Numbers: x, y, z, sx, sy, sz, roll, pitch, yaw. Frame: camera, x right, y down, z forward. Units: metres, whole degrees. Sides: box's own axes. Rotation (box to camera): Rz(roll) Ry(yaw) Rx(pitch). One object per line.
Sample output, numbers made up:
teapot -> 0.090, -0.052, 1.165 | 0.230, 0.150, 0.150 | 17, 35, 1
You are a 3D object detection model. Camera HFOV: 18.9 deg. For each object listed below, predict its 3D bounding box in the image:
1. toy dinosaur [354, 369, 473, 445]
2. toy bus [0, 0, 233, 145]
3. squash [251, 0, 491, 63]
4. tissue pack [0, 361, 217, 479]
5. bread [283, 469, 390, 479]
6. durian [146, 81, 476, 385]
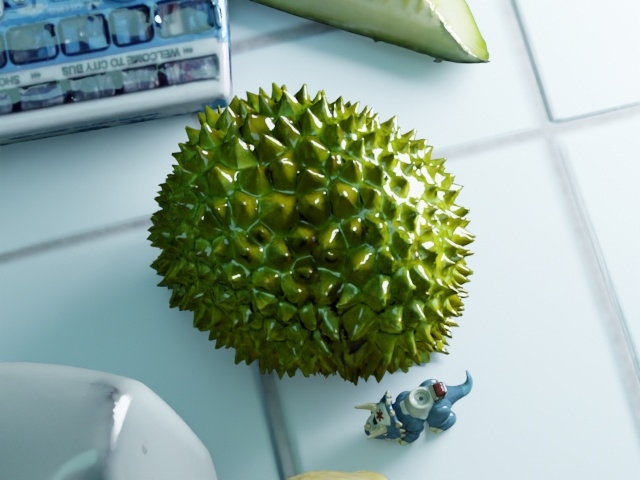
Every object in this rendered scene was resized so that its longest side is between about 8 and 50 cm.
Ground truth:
toy dinosaur -> 0.067, 0.116, 1.331 | 0.083, 0.047, 0.030 | -19, 65, -4
toy bus -> -0.210, -0.140, 1.419 | 0.297, 0.106, 0.131 | -9, 90, -1
squash -> 0.038, -0.249, 1.463 | 0.252, 0.169, 0.093 | 19, 25, 12
tissue pack -> -0.207, 0.251, 1.184 | 0.236, 0.229, 0.333 | -4, 63, 19
bread -> -0.005, 0.258, 1.185 | 0.134, 0.244, 0.244 | -4, 63, 30
durian -> -0.003, -0.001, 1.327 | 0.237, 0.176, 0.200 | 20, 88, 0
